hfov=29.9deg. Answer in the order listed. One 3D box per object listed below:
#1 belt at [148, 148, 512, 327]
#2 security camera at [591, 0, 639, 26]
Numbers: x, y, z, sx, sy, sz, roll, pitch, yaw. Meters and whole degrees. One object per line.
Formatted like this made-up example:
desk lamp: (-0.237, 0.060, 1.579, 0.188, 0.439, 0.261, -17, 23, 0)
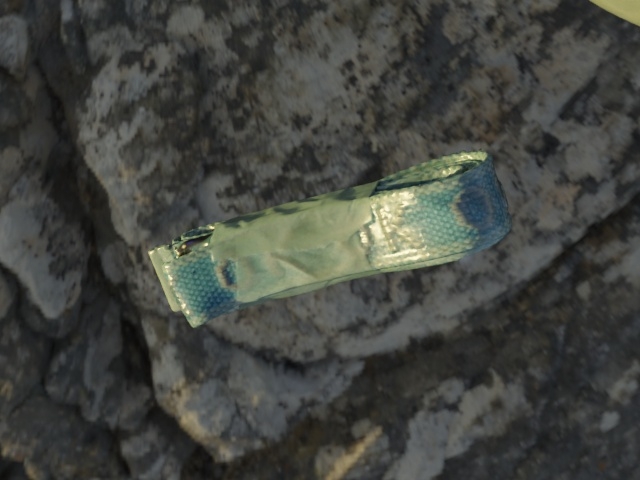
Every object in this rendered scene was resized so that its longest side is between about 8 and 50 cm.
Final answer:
belt: (0.000, 0.000, 0.936, 0.302, 0.087, 0.072, -15, 109, 24)
security camera: (0.156, -0.050, 0.205, 0.157, 0.302, 0.080, 41, 65, -55)
